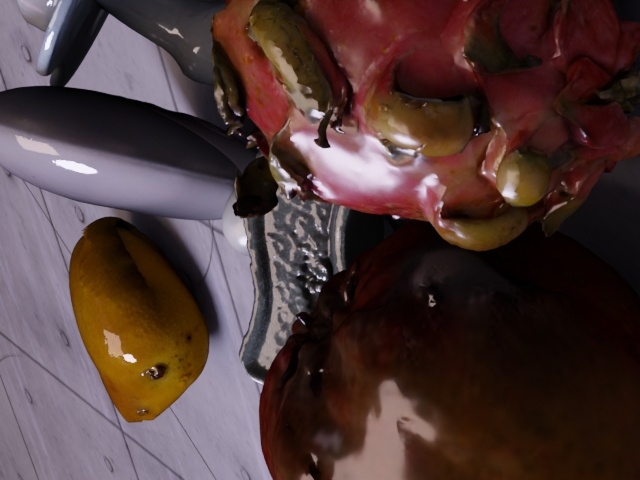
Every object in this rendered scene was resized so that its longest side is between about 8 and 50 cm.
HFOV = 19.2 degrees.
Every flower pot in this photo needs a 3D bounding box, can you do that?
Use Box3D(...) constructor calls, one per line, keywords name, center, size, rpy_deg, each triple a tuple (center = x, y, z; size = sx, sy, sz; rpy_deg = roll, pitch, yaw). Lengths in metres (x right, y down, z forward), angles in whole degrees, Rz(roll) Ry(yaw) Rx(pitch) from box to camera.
Box3D(name="flower pot", center=(-0.002, 0.011, 1.541), size=(0.103, 0.108, 0.229), rpy_deg=(10, 106, 16))

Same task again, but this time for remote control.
Box3D(name="remote control", center=(-0.177, -0.078, 1.741), size=(0.221, 0.332, 0.103), rpy_deg=(13, 92, 26))

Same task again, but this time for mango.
Box3D(name="mango", center=(-0.212, 0.073, 2.135), size=(0.236, 0.136, 0.166), rpy_deg=(59, 172, 40))

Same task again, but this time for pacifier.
Box3D(name="pacifier", center=(-0.154, -0.223, 1.692), size=(0.225, 0.238, 0.287), rpy_deg=(29, 174, -4))

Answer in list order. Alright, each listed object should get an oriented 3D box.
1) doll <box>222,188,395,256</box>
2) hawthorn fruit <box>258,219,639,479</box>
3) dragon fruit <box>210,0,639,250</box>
Box3D(name="doll", center=(-0.006, 0.000, 1.673), size=(0.110, 0.107, 0.180), rpy_deg=(44, 173, -40))
Box3D(name="hawthorn fruit", center=(0.117, 0.136, 1.318), size=(0.325, 0.308, 0.308), rpy_deg=(45, 153, 10))
Box3D(name="dragon fruit", center=(0.070, -0.116, 1.222), size=(0.291, 0.269, 0.250), rpy_deg=(48, 162, 37))
